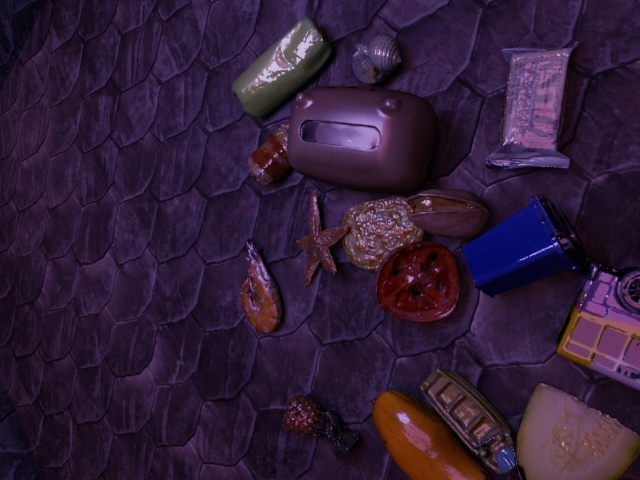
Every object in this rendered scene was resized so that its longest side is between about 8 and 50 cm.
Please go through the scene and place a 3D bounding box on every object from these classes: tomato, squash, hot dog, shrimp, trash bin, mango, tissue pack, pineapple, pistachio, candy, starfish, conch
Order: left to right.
[{"bbox_3d":[-0.214,0.150,1.435,0.164,0.062,0.317,-20,82,28],"label":"shrimp"},{"bbox_3d":[-0.137,-0.267,1.388,0.213,0.103,0.146,-37,51,12],"label":"hot dog"},{"bbox_3d":[-0.123,-0.527,1.364,0.343,0.132,0.142,-34,58,22],"label":"candy"},{"bbox_3d":[0.005,0.000,1.308,0.231,0.048,0.295,9,94,52],"label":"starfish"},{"bbox_3d":[0.010,0.550,1.290,0.237,0.119,0.111,20,54,22],"label":"pineapple"},{"bbox_3d":[0.100,-0.267,1.164,0.387,0.277,0.267,15,98,28],"label":"tissue pack"},{"bbox_3d":[0.164,-0.504,1.232,0.153,0.102,0.135,41,123,56],"label":"conch"},{"bbox_3d":[0.253,0.102,1.150,0.227,0.101,0.228,0,106,0],"label":"tomato"},{"bbox_3d":[0.271,0.533,1.120,0.359,0.144,0.187,44,135,23],"label":"mango"},{"bbox_3d":[0.320,-0.071,1.099,0.223,0.152,0.126,6,77,-14],"label":"pistachio"},{"bbox_3d":[0.459,0.021,1.013,0.234,0.184,0.163,-33,49,30],"label":"trash bin"},{"bbox_3d":[0.559,0.474,0.977,0.236,0.155,0.204,28,103,26],"label":"squash"}]

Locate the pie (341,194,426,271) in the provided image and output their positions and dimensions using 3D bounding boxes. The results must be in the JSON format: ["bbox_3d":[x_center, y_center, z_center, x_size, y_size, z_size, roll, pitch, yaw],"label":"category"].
[{"bbox_3d":[0.173,-0.016,1.223,0.248,0.090,0.201,-10,89,26],"label":"pie"}]

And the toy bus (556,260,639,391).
[{"bbox_3d":[0.726,0.218,0.861,0.439,0.209,0.249,23,101,26],"label":"toy bus"}]

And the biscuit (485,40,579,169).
[{"bbox_3d":[0.510,-0.325,1.061,0.186,0.079,0.309,5,92,29],"label":"biscuit"}]

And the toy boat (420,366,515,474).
[{"bbox_3d":[0.382,0.444,1.110,0.276,0.084,0.111,45,111,24],"label":"toy boat"}]
